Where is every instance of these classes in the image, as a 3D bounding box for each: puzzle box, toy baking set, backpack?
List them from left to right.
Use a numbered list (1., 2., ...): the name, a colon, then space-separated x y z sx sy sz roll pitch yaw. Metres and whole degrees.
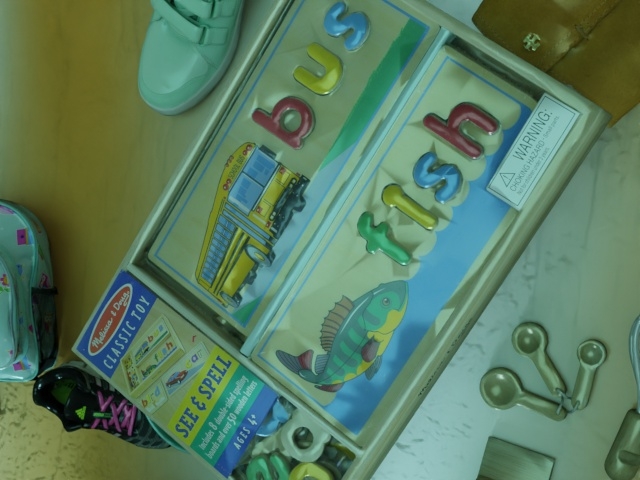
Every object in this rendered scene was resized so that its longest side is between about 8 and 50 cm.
1. backpack: -0.350 0.046 1.071 0.166 0.144 0.188 0 84 1
2. puzzle box: 0.000 0.000 0.853 0.272 0.052 0.409 36 103 20
3. toy baking set: 0.235 0.153 0.857 0.256 0.030 0.196 -11 88 26

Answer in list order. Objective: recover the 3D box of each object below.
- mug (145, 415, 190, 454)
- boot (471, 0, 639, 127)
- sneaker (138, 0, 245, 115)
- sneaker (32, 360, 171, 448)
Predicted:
1. mug: -0.084 0.134 0.976 0.129 0.097 0.157 -9 89 26
2. boot: 0.183 -0.240 0.793 0.295 0.104 0.211 47 117 -4
3. sneaker: -0.125 -0.230 0.947 0.094 0.151 0.256 34 108 19
4. sneaker: -0.211 0.164 1.052 0.170 0.075 0.063 18 101 24
